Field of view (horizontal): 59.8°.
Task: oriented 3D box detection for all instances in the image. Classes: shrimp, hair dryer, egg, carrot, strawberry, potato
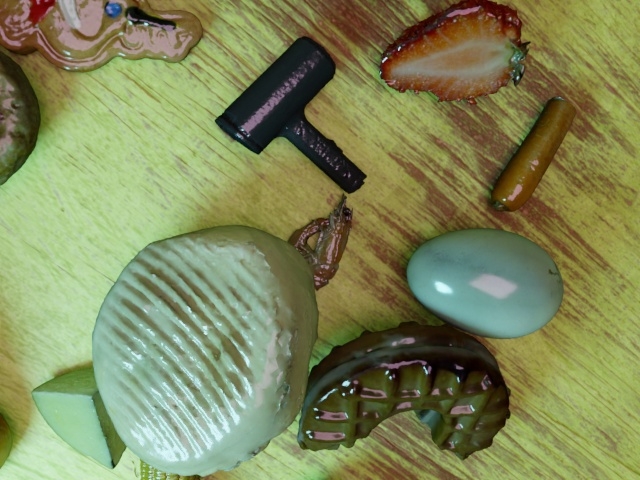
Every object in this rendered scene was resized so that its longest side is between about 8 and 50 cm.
[{"bbox_3d":[0.000,0.000,0.954,0.099,0.041,0.180,27,92,2],"label":"shrimp"},{"bbox_3d":[-0.016,-0.176,0.916,0.197,0.089,0.251,-48,111,-5],"label":"hair dryer"},{"bbox_3d":[0.275,0.069,0.936,0.264,0.183,0.183,13,93,-6],"label":"egg"},{"bbox_3d":[0.377,-0.145,0.992,0.067,0.067,0.225,32,88,-12],"label":"carrot"},{"bbox_3d":[0.223,-0.329,0.931,0.236,0.107,0.175,12,130,-11],"label":"strawberry"},{"bbox_3d":[-0.376,0.279,0.902,0.120,0.081,0.149,3,115,18],"label":"potato"}]

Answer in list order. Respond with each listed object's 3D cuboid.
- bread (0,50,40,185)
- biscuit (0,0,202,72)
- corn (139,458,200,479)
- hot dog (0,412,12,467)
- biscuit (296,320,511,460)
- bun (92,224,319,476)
[{"bbox_3d":[-0.512,-0.176,0.788,0.230,0.123,0.230,0,91,-12],"label":"bread"},{"bbox_3d":[-0.352,-0.359,0.838,0.334,0.047,0.202,-7,97,-10],"label":"biscuit"},{"bbox_3d":[-0.248,0.408,0.912,0.106,0.106,0.305,-3,92,-11],"label":"corn"},{"bbox_3d":[-0.631,0.232,0.759,0.185,0.223,0.405,-40,102,-7],"label":"hot dog"},{"bbox_3d":[0.151,0.255,0.924,0.366,0.115,0.268,3,127,-13],"label":"biscuit"},{"bbox_3d":[-0.164,0.151,0.828,0.326,0.234,0.362,16,85,8],"label":"bun"}]
